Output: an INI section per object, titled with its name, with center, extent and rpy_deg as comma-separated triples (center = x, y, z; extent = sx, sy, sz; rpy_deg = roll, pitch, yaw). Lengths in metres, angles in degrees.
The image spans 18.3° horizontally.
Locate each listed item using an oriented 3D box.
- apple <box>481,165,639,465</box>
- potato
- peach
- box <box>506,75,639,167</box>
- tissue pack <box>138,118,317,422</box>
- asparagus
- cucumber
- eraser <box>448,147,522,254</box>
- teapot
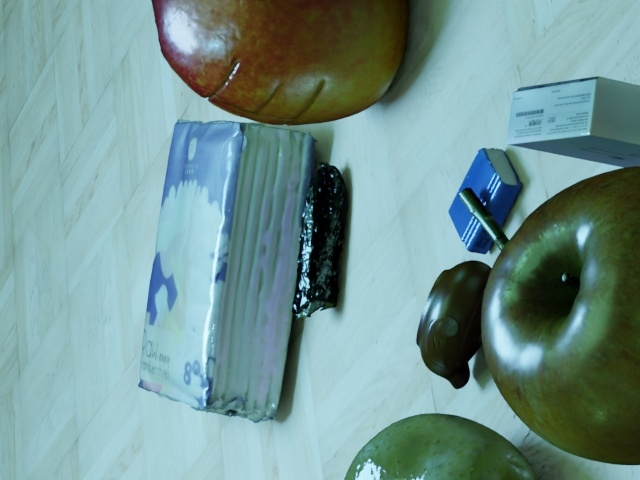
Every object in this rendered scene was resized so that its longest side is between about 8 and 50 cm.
[apple]
center = 0.241, 0.059, 1.493
extent = 0.237, 0.207, 0.237
rpy_deg = -29, 52, 45
[potato]
center = 0.114, 0.227, 1.765
extent = 0.194, 0.157, 0.157
rpy_deg = -25, 59, 59
[peach]
center = -0.043, -0.260, 2.123
extent = 0.248, 0.275, 0.245
rpy_deg = 54, 134, 50
[box]
center = 0.241, -0.094, 1.614
extent = 0.130, 0.129, 0.051
rpy_deg = 0, 81, 65
[tissue pack]
center = -0.116, 0.031, 2.355
extent = 0.242, 0.125, 0.343
rpy_deg = -172, 90, -66
[asparagus]
center = 0.166, -0.001, 1.848
extent = 0.127, 0.018, 0.015
rpy_deg = 57, 162, 33
[cucumber]
center = 0.000, 0.000, 2.208
extent = 0.053, 0.053, 0.181
rpy_deg = -16, 67, 64
[eraser]
center = 0.157, -0.039, 1.902
extent = 0.063, 0.027, 0.084
rpy_deg = -111, 38, -48
[teapot]
center = 0.138, 0.081, 1.861
extent = 0.098, 0.078, 0.129
rpy_deg = -46, -25, -53
